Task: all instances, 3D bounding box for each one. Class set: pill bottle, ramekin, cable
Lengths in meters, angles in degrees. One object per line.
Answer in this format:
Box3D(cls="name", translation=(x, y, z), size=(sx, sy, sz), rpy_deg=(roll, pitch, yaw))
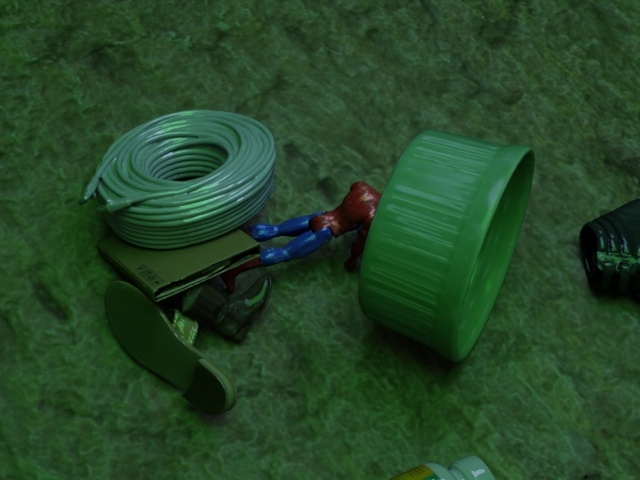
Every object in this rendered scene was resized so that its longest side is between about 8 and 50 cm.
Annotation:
Box3D(cls="pill bottle", translation=(0.116, 0.346, 1.710), size=(0.208, 0.118, 0.118), rpy_deg=(-21, 61, -19))
Box3D(cls="ramekin", translation=(0.166, -0.002, 1.847), size=(0.148, 0.303, 0.303), rpy_deg=(19, 56, 15))
Box3D(cls="cable", translation=(-0.187, -0.089, 1.938), size=(0.257, 0.089, 0.257), rpy_deg=(-1, 36, 10))

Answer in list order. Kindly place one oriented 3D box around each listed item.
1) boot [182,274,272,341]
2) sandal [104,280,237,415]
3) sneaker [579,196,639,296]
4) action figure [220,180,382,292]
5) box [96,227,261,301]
Box3D(cls="boot", translation=(-0.128, 0.070, 1.861), size=(0.037, 0.114, 0.106), rpy_deg=(10, 69, 52))
Box3D(cls="sandal", translation=(-0.187, 0.140, 1.851), size=(0.240, 0.088, 0.079), rpy_deg=(41, 29, 22))
Box3D(cls="sneaker", translation=(0.469, 0.069, 1.950), size=(0.146, 0.105, 0.296), rpy_deg=(-17, 54, -15))
Box3D(cls="action figure", translation=(0.000, 0.000, 1.956), size=(0.280, 0.139, 0.091), rpy_deg=(-22, 61, 6))
Box3D(cls="box", translation=(-0.196, 0.010, 1.895), size=(0.164, 0.021, 0.201), rpy_deg=(-24, 30, -22))
